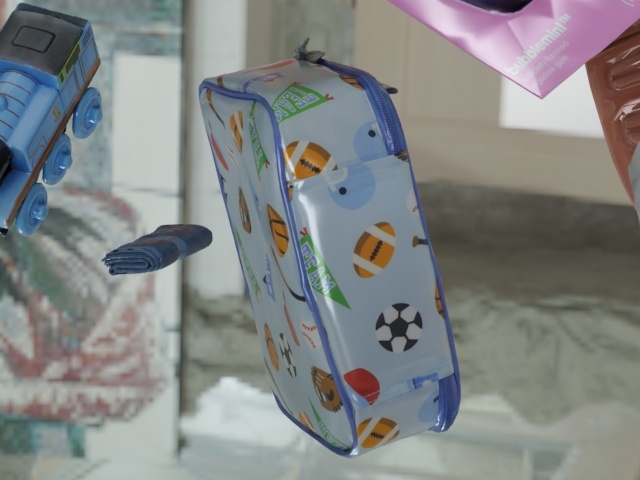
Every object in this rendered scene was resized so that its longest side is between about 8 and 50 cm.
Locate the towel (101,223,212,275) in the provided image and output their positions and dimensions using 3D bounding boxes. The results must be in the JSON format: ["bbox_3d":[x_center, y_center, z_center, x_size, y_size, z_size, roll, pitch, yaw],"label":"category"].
[{"bbox_3d":[-0.165,0.008,1.655,0.067,0.029,0.119,-3,-168,28],"label":"towel"}]

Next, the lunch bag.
[{"bbox_3d":[0.000,0.000,1.233,0.115,0.303,0.243,-15,-166,-15],"label":"lunch bag"}]

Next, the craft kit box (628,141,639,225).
[{"bbox_3d":[0.241,-0.074,0.405,0.250,0.246,0.061,18,-156,-2],"label":"craft kit box"}]

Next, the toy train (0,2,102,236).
[{"bbox_3d":[-0.228,-0.087,1.220,0.080,0.105,0.184,16,-121,15],"label":"toy train"}]

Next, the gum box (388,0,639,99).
[{"bbox_3d":[0.043,-0.131,0.360,0.107,0.188,0.062,30,146,-12],"label":"gum box"}]

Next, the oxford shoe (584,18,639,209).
[{"bbox_3d":[0.168,-0.170,0.780,0.140,0.397,0.146,-14,171,24],"label":"oxford shoe"}]
